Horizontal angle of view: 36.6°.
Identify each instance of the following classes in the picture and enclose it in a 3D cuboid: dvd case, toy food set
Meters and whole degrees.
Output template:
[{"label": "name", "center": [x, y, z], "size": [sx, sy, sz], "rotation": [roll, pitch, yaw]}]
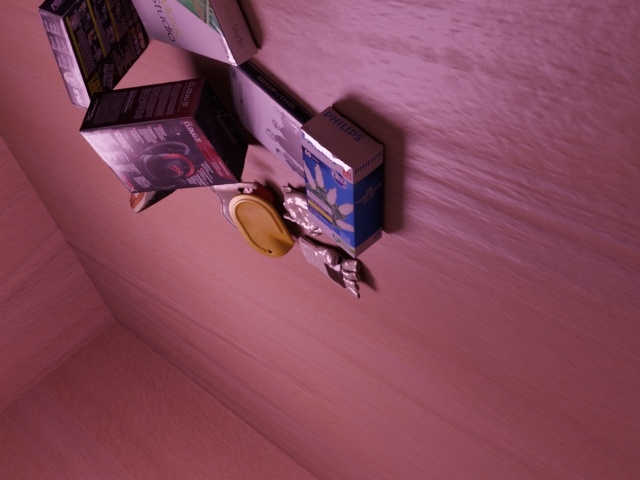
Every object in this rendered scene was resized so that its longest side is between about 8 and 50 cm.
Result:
[{"label": "dvd case", "center": [-0.081, -0.220, 1.823], "size": [0.239, 0.029, 0.179], "rotation": [44, 157, 18]}, {"label": "toy food set", "center": [-0.127, -0.065, 2.125], "size": [0.128, 0.071, 0.218], "rotation": [-5, 127, 36]}]

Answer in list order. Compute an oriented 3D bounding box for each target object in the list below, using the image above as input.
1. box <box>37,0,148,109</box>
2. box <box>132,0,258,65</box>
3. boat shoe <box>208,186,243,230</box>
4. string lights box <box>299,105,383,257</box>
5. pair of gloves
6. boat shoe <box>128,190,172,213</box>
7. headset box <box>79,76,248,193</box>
[{"label": "box", "center": [-0.449, -0.426, 1.948], "size": [0.060, 0.216, 0.270], "rotation": [22, 150, 16]}, {"label": "box", "center": [-0.260, -0.453, 1.760], "size": [0.322, 0.058, 0.232], "rotation": [25, 147, 46]}, {"label": "boat shoe", "center": [-0.206, -0.110, 2.230], "size": [0.065, 0.075, 0.206], "rotation": [-87, -28, -52]}, {"label": "string lights box", "center": [0.041, -0.100, 1.714], "size": [0.133, 0.077, 0.259], "rotation": [40, 156, 27]}, {"label": "pair of gloves", "center": [0.000, 0.000, 2.002], "size": [0.204, 0.042, 0.240], "rotation": [31, 150, 41]}, {"label": "boat shoe", "center": [-0.434, -0.169, 2.493], "size": [0.120, 0.122, 0.324], "rotation": [56, 150, 0]}, {"label": "headset box", "center": [-0.299, -0.209, 1.963], "size": [0.293, 0.110, 0.218], "rotation": [-4, 145, 22]}]
